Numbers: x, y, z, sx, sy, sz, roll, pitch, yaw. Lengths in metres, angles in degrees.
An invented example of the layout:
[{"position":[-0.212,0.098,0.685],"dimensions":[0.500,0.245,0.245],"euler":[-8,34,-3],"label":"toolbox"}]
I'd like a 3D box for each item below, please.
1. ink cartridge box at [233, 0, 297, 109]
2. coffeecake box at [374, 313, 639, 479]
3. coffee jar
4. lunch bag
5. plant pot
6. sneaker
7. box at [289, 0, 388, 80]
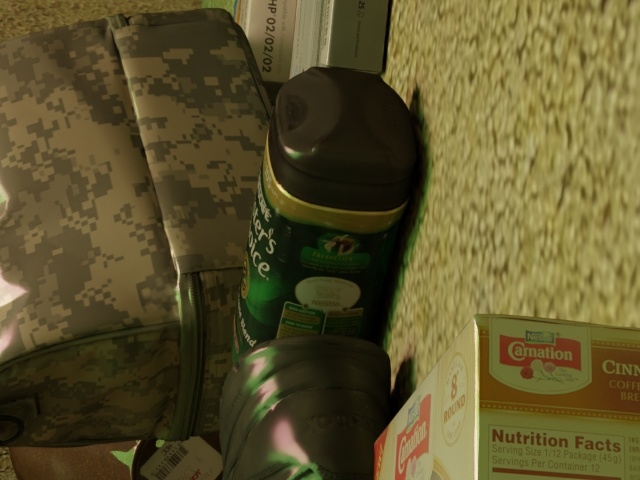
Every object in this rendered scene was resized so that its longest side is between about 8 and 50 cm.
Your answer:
[{"position":[-0.035,-0.164,1.317],"dimensions":[0.181,0.061,0.104],"euler":[140,134,-77],"label":"ink cartridge box"},{"position":[0.057,0.132,0.469],"dimensions":[0.142,0.068,0.185],"euler":[113,162,-66],"label":"coffeecake box"},{"position":[0.000,0.000,0.909],"dimensions":[0.096,0.079,0.184],"euler":[-95,14,-52],"label":"coffee jar"},{"position":[-0.159,-0.007,1.189],"dimensions":[0.212,0.256,0.305],"euler":[107,152,-55],"label":"lunch bag"},{"position":[-0.152,0.185,1.478],"dimensions":[0.230,0.215,0.215],"euler":[-171,87,-68],"label":"plant pot"},{"position":[-0.024,0.181,0.880],"dimensions":[0.286,0.109,0.130],"euler":[101,164,-44],"label":"sneaker"},{"position":[0.013,-0.170,1.080],"dimensions":[0.186,0.038,0.145],"euler":[167,110,-80],"label":"box"}]
